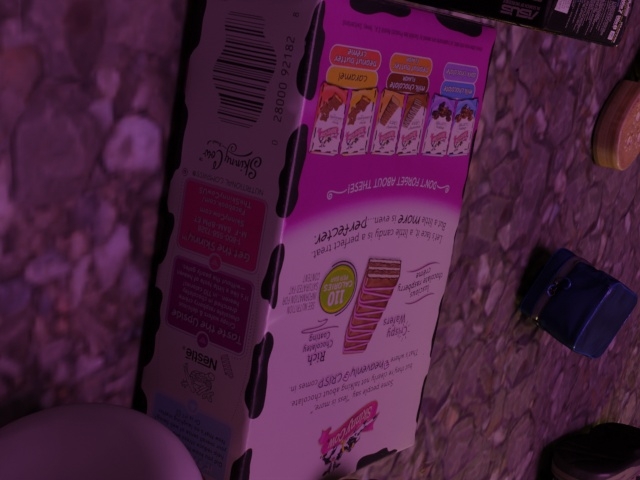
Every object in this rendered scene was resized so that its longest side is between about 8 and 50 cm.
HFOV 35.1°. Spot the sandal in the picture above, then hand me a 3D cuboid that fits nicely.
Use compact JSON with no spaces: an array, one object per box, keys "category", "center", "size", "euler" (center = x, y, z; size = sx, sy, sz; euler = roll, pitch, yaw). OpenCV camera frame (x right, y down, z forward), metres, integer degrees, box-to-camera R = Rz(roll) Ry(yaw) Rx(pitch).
[{"category":"sandal","center":[0.322,-0.150,0.878],"size":[0.240,0.079,0.088],"euler":[-56,143,-23]}]

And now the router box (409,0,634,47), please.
[{"category":"router box","center":[0.083,-0.130,0.505],"size":[0.092,0.122,0.038],"euler":[-7,115,-53]}]

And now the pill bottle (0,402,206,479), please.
[{"category":"pill bottle","center":[-0.075,0.174,0.421],"size":[0.117,0.117,0.215],"euler":[-49,140,-31]}]

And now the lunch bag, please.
[{"category":"lunch bag","center":[0.203,0.048,0.812],"size":[0.067,0.065,0.098],"euler":[-57,148,5]}]

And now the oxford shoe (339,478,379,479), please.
[{"category":"oxford shoe","center":[-0.004,0.186,0.540],"size":[0.076,0.076,0.212],"euler":[-45,154,-37]}]

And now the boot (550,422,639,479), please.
[{"category":"boot","center":[0.283,0.284,1.019],"size":[0.236,0.085,0.179],"euler":[4,104,-49]}]

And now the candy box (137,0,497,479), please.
[{"category":"candy box","center":[0.000,0.000,0.491],"size":[0.159,0.071,0.233],"euler":[-5,109,-54]}]
